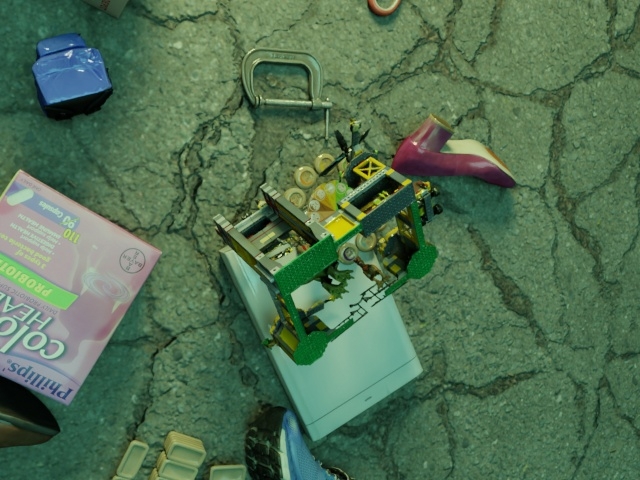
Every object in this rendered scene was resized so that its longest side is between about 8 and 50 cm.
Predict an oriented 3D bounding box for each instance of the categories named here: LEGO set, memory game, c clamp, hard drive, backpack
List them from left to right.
[{"bbox_3d":[-0.336,-0.217,0.946,0.098,0.120,0.101,-15,91,-19],"label":"backpack"},{"bbox_3d":[-0.051,-0.238,1.116,0.161,0.022,0.137,4,93,-24],"label":"c clamp"},{"bbox_3d":[0.000,0.000,1.043,0.331,0.192,0.255,-41,137,-11],"label":"LEGO set"},{"bbox_3d":[0.011,0.122,1.161,0.233,0.047,0.353,-28,104,-19],"label":"hard drive"},{"bbox_3d":[0.026,-0.048,1.120,0.186,0.012,0.186,-2,96,-23],"label":"memory game"}]

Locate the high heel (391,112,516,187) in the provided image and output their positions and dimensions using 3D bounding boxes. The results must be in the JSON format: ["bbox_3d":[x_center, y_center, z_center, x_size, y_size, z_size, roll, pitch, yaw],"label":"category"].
[{"bbox_3d":[0.239,-0.123,1.236,0.244,0.082,0.117,22,118,-37],"label":"high heel"}]

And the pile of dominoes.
[{"bbox_3d":[-0.251,0.427,1.095,0.196,0.040,0.251,26,93,-23],"label":"pile of dominoes"}]

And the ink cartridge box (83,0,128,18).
[{"bbox_3d":[-0.327,-0.429,0.902,0.233,0.171,0.168,24,85,-24],"label":"ink cartridge box"}]

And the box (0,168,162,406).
[{"bbox_3d":[-0.377,0.061,0.953,0.213,0.117,0.243,34,82,-22],"label":"box"}]

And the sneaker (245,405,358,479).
[{"bbox_3d":[-0.014,0.405,1.147,0.147,0.130,0.330,-28,112,-28],"label":"sneaker"}]

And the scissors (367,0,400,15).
[{"bbox_3d":[0.175,-0.489,1.191,0.297,0.021,0.109,-37,106,-14],"label":"scissors"}]

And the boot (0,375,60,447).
[{"bbox_3d":[-0.517,0.309,0.916,0.280,0.096,0.264,-51,151,3],"label":"boot"}]
